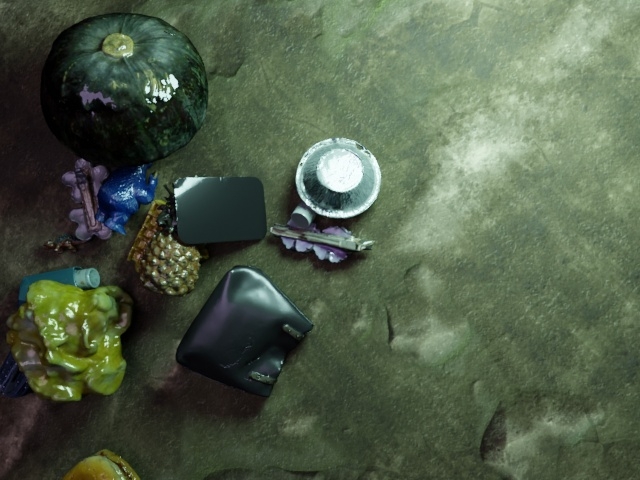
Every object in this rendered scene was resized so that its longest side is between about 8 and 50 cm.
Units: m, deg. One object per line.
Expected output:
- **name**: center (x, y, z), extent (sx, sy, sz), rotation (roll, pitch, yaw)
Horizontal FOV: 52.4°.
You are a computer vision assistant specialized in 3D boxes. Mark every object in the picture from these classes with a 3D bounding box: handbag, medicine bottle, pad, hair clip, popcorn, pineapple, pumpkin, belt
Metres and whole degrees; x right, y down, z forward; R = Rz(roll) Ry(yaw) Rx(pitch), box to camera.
- **handbag**: center (-0.197, 0.257, 1.786), extent (0.288, 0.152, 0.342), rotation (34, 99, 0)
- **medicine bottle**: center (-0.788, 0.149, 1.947), extent (0.258, 0.079, 0.124), rotation (-13, 83, 11)
- **pad**: center (-0.267, -0.085, 1.776), extent (0.004, 0.267, 0.181), rotation (-8, 86, 57)
- **hair clip**: center (-0.686, -0.122, 1.938), extent (0.146, 0.075, 0.256), rotation (-13, 92, -5)
- **popcorn**: center (-0.699, 0.284, 1.836), extent (0.294, 0.292, 0.334), rotation (18, 99, 25)
- **medicine bottle**: center (-0.036, -0.082, 1.771), extent (0.058, 0.058, 0.091), rotation (24, 50, 12)
- **pineapple**: center (-0.388, -0.025, 1.768), extent (0.169, 0.169, 0.340), rotation (13, 91, 13)
- **pumpkin**: center (-0.526, -0.402, 1.758), extent (0.455, 0.344, 0.454), rotation (2, 57, -3)
- **hair clip**: center (0.000, 0.000, 1.778), extent (0.292, 0.084, 0.106), rotation (12, 94, 18)
- **belt**: center (-0.874, 0.370, 1.936), extent (0.122, 0.128, 0.218), rotation (33, 97, 11)

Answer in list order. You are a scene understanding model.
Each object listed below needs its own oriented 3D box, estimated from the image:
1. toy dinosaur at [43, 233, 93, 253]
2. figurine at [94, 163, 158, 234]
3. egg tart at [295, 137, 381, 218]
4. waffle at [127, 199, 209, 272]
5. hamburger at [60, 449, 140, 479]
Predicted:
- **toy dinosaur**: center (-0.761, 0.008, 1.961), extent (0.154, 0.049, 0.055), rotation (-10, 71, 1)
- **figurine**: center (-0.557, -0.152, 1.860), extent (0.164, 0.121, 0.262), rotation (13, 79, 21)
- **egg tart**: center (0.049, -0.170, 1.731), extent (0.234, 0.094, 0.234), rotation (1, 74, -3)
- **waffle**: center (-0.426, 0.026, 1.879), extent (0.219, 0.057, 0.229), rotation (25, 93, 12)
- **hamburger**: center (-0.631, 0.727, 1.857), extent (0.245, 0.163, 0.244), rotation (0, 91, 12)
